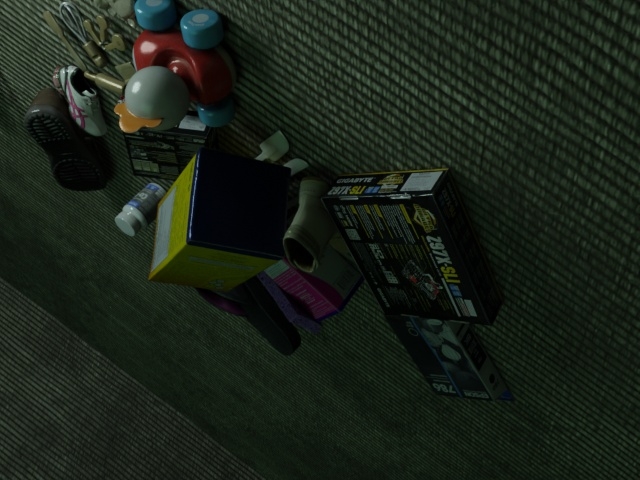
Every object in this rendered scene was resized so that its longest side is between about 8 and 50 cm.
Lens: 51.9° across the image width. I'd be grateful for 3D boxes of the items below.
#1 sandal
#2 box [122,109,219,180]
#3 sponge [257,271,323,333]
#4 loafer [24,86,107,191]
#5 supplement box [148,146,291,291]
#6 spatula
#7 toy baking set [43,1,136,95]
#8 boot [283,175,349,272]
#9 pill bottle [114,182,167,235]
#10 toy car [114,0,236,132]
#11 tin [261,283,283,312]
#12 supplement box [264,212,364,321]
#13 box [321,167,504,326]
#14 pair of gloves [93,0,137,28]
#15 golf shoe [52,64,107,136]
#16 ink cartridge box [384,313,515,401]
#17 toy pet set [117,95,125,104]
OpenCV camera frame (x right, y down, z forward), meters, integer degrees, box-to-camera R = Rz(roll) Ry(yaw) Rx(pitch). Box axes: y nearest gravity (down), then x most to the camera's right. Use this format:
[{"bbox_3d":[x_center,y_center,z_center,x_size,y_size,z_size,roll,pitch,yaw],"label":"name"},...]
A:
[{"bbox_3d":[-0.234,0.140,1.729,0.446,0.107,0.167,45,151,9],"label":"sandal"},{"bbox_3d":[-0.314,-0.203,1.404,0.180,0.078,0.147,7,142,3],"label":"box"},{"bbox_3d":[-0.083,0.125,1.550,0.210,0.031,0.117,51,-169,35],"label":"sponge"},{"bbox_3d":[-0.636,-0.254,1.697,0.133,0.130,0.366,-2,151,-3],"label":"loafer"},{"bbox_3d":[-0.221,-0.027,1.394,0.195,0.194,0.356,11,161,-24],"label":"supplement box"},{"bbox_3d":[-0.091,-0.124,1.395,0.168,0.019,0.242,46,146,-13],"label":"spatula"},{"bbox_3d":[-0.480,-0.410,1.419,0.256,0.030,0.197,22,141,24],"label":"toy baking set"},{"bbox_3d":[0.000,0.000,1.306,0.077,0.165,0.213,-3,141,27],"label":"boot"},{"bbox_3d":[-0.458,-0.079,1.693,0.078,0.137,0.078,25,145,19],"label":"pill bottle"},{"bbox_3d":[-0.295,-0.282,1.198,0.210,0.238,0.219,25,144,20],"label":"toy car"},{"bbox_3d":[-0.104,0.152,1.727,0.106,0.040,0.190,27,146,10],"label":"tin"},{"bbox_3d":[-0.030,0.062,1.477,0.220,0.111,0.114,45,148,-8],"label":"supplement box"},{"bbox_3d":[0.176,0.018,1.257,0.257,0.079,0.322,0,131,42],"label":"box"},{"bbox_3d":[-0.415,-0.521,1.204,0.240,0.042,0.204,44,150,0],"label":"pair of gloves"},{"bbox_3d":[-0.557,-0.325,1.555,0.086,0.067,0.186,7,136,36],"label":"golf shoe"},{"bbox_3d":[0.289,0.264,1.460,0.165,0.065,0.333,-7,127,47],"label":"ink cartridge box"},{"bbox_3d":[-0.410,-0.265,1.489,0.114,0.065,0.122,7,136,39],"label":"toy pet set"}]
